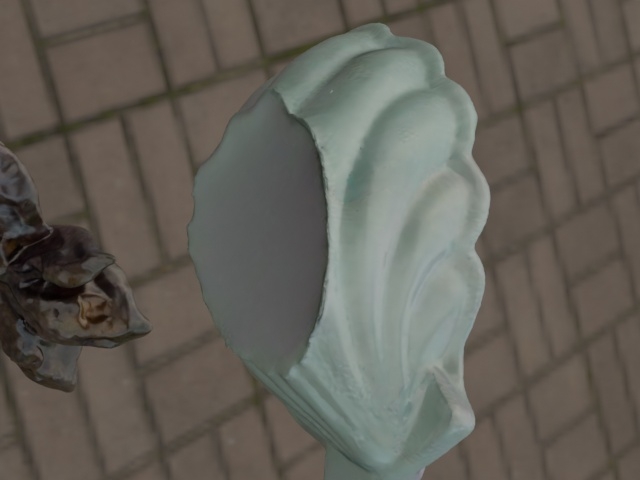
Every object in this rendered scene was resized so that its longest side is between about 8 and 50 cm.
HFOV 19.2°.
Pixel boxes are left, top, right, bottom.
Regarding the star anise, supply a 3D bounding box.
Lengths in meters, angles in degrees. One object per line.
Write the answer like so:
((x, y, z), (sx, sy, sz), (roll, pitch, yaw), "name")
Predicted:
((-0.218, 0.017, 1.270), (0.212, 0.197, 0.073), (43, 51, -3), "star anise")

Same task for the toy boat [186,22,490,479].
((0.000, 0.000, 1.045), (0.100, 0.199, 0.290), (16, 46, -38), "toy boat")
